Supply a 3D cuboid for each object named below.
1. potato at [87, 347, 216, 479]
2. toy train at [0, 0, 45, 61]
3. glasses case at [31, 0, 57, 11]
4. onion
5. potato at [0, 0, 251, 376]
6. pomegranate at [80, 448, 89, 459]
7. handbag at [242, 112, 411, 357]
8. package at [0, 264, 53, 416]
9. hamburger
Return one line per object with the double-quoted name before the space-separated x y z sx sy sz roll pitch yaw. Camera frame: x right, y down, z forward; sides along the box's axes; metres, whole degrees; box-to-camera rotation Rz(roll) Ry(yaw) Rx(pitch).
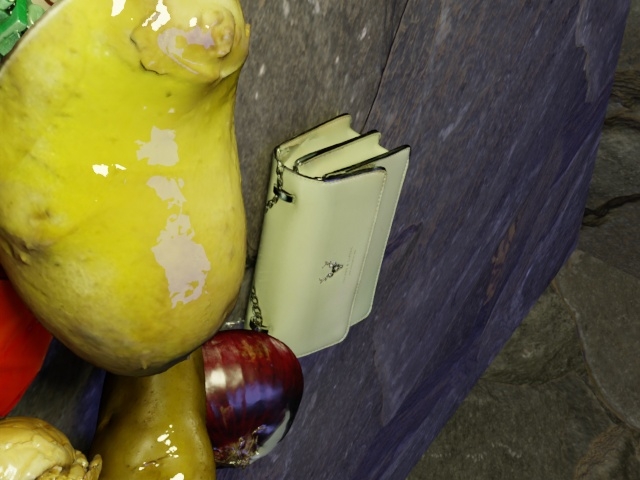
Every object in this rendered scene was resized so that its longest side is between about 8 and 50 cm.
"potato" -0.218 0.246 1.410 0.195 0.176 0.369 79 4 -55
"toy train" -0.316 -0.165 0.971 0.178 0.071 0.104 -29 146 26
"glasses case" -0.230 -0.250 1.140 0.144 0.076 0.336 -63 156 4
"onion" -0.163 0.213 1.661 0.273 0.285 0.273 -12 149 -7
"potato" -0.150 -0.052 1.038 0.397 0.296 0.290 -36 178 30
"pomegranate" -0.293 0.366 1.542 0.241 0.190 0.159 -41 -156 41
"handbag" 0.000 0.000 1.785 0.237 0.160 0.358 -25 138 -42
"package" -0.414 0.092 1.090 0.196 0.123 0.423 -65 158 4
"hamburger" -0.381 0.298 1.215 0.318 0.158 0.318 -29 -177 1
